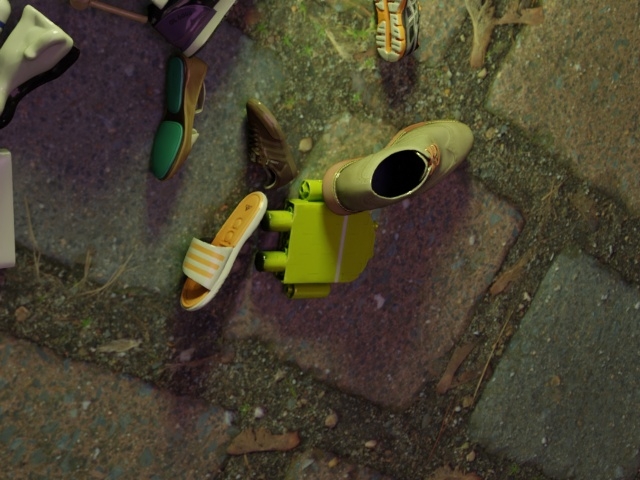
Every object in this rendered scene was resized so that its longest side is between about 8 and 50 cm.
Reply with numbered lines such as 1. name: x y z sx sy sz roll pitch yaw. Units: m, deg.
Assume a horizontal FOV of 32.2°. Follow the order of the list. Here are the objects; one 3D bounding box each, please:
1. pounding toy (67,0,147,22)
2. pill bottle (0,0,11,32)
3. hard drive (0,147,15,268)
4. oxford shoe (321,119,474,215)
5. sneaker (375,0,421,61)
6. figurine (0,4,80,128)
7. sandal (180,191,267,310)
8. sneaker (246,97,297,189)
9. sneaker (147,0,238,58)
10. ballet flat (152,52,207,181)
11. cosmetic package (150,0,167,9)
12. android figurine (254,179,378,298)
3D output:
1. pounding toy: -0.334 -0.450 1.831 0.206 0.094 0.181 -32 125 -12
2. pill bottle: -0.566 -0.330 1.681 0.152 0.152 0.272 27 90 -36
3. hard drive: -0.654 -0.037 1.795 0.308 0.040 0.203 -8 111 -31
4. oxford shoe: 0.191 -0.145 2.211 0.397 0.147 0.140 -30 106 -35
5. sneaker: 0.156 -0.459 2.156 0.083 0.084 0.214 -18 119 -42
6. figurine: -0.479 -0.251 1.738 0.092 0.215 0.209 38 88 -9
7. sandal: -0.201 0.006 2.075 0.076 0.102 0.265 40 75 -34
8. sneaker: -0.105 -0.176 2.086 0.071 0.066 0.188 -36 122 -16
9. sneaker: -0.188 -0.461 1.913 0.124 0.107 0.283 38 75 -18
10. ballet flat: -0.242 -0.216 1.979 0.073 0.080 0.232 0 107 -44
11. cosmetic package: -0.250 -0.592 1.691 0.284 0.097 0.377 35 94 -32
12. android figurine: 0.000 0.000 2.221 0.273 0.056 0.248 -3 107 -32
